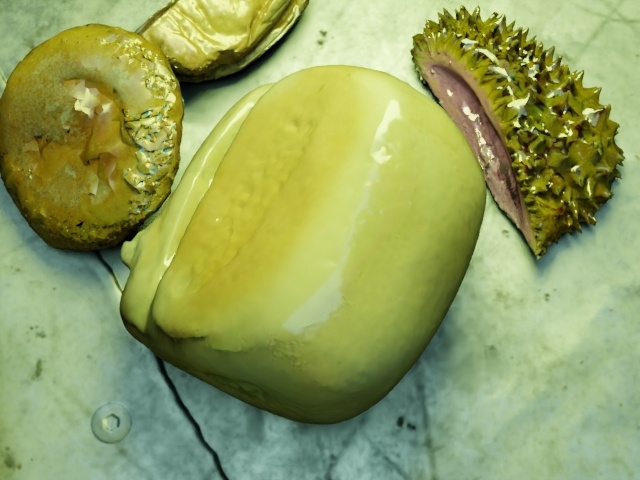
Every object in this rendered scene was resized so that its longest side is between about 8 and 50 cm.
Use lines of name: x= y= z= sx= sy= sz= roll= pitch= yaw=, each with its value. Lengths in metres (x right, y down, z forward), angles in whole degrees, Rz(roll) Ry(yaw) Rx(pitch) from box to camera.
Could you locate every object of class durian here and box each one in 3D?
durian: x=0.252 y=-0.163 z=1.269 sx=0.191 sy=0.112 sz=0.341 roll=-26 pitch=72 yaw=-5

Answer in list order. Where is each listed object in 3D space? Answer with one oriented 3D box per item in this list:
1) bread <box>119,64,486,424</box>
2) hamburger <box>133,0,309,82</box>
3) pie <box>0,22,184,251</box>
bread: x=0.000 y=0.000 z=1.132 sx=0.348 sy=0.253 sz=0.376 roll=6 pitch=66 yaw=48
hamburger: x=-0.104 y=-0.288 z=1.315 sx=0.262 sy=0.124 sz=0.131 roll=-43 pitch=94 yaw=-7
pie: x=-0.270 y=-0.118 z=1.234 sx=0.273 sy=0.069 sz=0.274 roll=1 pitch=93 yaw=19
